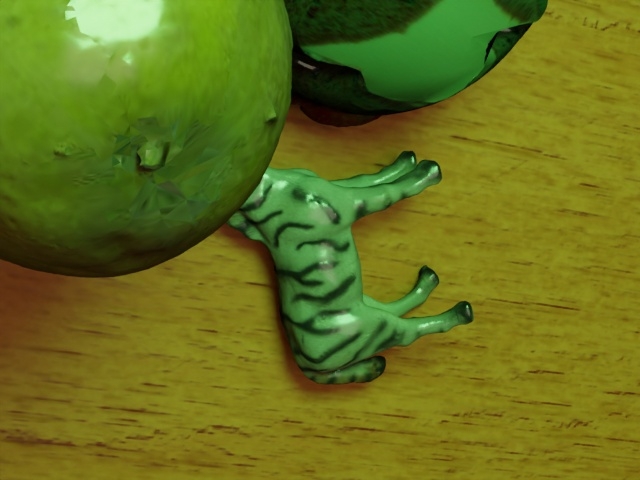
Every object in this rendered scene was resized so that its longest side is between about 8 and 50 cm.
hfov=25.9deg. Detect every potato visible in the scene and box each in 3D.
[{"bbox_3d":[-0.147,-0.067,0.747,0.289,0.296,0.397,-18,142,-23],"label":"potato"}]

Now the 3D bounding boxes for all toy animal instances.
[{"bbox_3d":[0.013,-0.013,1.039,0.170,0.090,0.255,-35,110,-6],"label":"toy animal"}]

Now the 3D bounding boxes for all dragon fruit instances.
[{"bbox_3d":[0.042,-0.187,0.942,0.295,0.130,0.268,14,126,-37],"label":"dragon fruit"}]
